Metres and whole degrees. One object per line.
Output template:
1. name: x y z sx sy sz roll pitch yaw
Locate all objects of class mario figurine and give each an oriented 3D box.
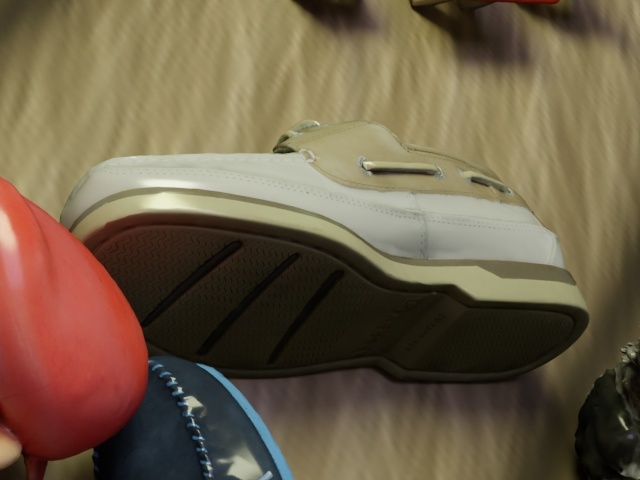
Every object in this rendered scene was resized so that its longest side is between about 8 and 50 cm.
1. mario figurine: -0.215 0.077 0.540 0.320 0.170 0.198 -11 98 -29

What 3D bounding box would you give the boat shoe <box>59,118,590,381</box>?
1. boat shoe: 0.000 0.000 0.741 0.302 0.113 0.103 13 46 -40

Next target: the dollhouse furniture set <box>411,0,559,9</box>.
1. dollhouse furniture set: 0.109 -0.278 0.952 0.262 0.135 0.259 -6 88 -37

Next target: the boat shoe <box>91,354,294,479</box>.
1. boat shoe: -0.049 0.155 0.566 0.089 0.109 0.258 13 45 -41

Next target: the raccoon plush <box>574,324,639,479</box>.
1. raccoon plush: 0.337 0.168 0.772 0.446 0.216 0.299 -1 63 -36
